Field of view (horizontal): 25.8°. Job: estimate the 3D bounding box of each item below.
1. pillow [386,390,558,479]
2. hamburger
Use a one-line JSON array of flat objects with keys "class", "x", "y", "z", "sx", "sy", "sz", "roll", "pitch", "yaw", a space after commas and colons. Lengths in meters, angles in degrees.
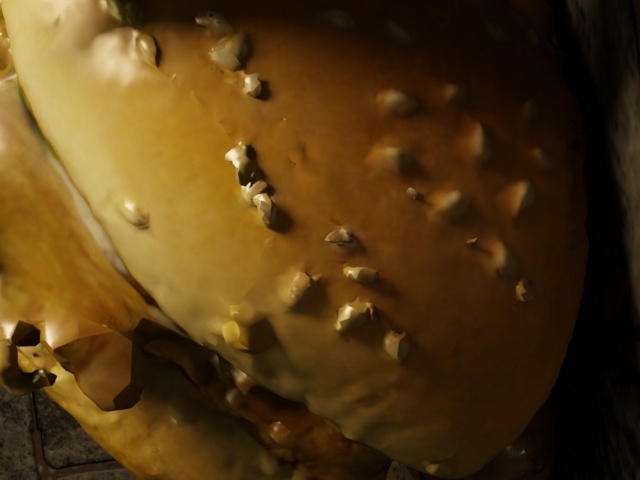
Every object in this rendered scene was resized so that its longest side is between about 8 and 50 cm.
[{"class": "pillow", "x": 0.069, "y": 0.072, "z": 0.765, "sx": 0.223, "sy": 0.084, "sz": 0.236, "roll": 99, "pitch": 159, "yaw": -55}, {"class": "hamburger", "x": -0.064, "y": -0.085, "z": 0.644, "sx": 0.268, "sy": 0.287, "sz": 0.445, "roll": -42, "pitch": 49, "yaw": 48}]
